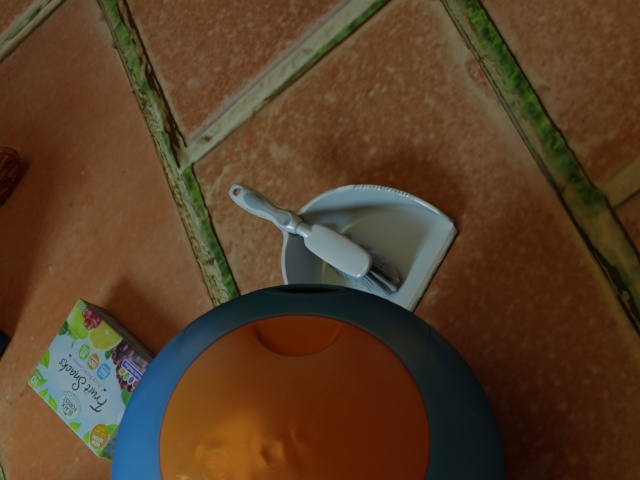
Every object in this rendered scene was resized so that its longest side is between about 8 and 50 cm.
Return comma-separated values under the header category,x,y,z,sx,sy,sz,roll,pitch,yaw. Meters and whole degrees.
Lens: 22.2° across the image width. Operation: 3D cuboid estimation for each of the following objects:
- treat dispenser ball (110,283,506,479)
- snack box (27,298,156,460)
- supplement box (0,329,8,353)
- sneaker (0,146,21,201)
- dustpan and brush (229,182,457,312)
category,x,y,z,sx,sy,sz,roll,pitch,yaw
treat dispenser ball,-0.008,0.175,1.189,0.288,0.288,0.288,-17,60,33
snack box,-0.209,0.132,1.545,0.141,0.037,0.100,36,96,43
supplement box,-0.520,0.191,1.670,0.195,0.194,0.357,29,90,43
sneaker,-0.396,-0.051,1.770,0.175,0.064,0.067,-37,41,18
dustpan and brush,0.000,0.000,1.414,0.211,0.060,0.147,31,92,43
